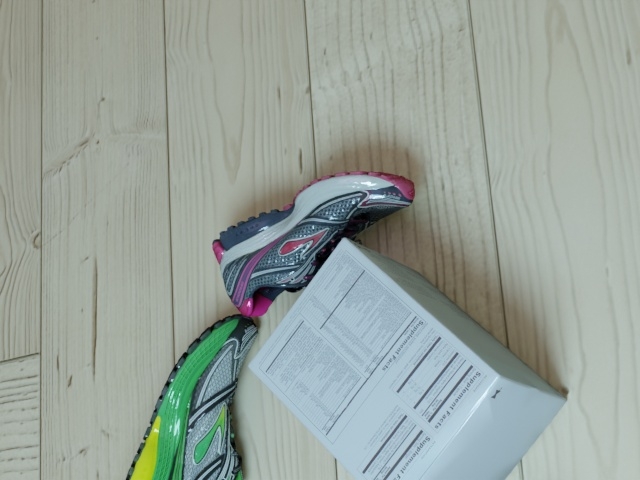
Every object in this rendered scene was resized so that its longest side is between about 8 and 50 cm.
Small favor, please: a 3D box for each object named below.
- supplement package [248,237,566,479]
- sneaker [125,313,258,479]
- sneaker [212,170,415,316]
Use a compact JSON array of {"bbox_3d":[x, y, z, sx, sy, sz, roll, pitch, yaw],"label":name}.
[{"bbox_3d":[0.100,0.167,1.503,0.262,0.199,0.198,42,100,33],"label":"supplement package"},{"bbox_3d":[-0.156,0.259,1.704,0.146,0.134,0.344,22,80,-1],"label":"sneaker"},{"bbox_3d":[0.000,0.000,1.669,0.299,0.121,0.112,-29,67,30],"label":"sneaker"}]
